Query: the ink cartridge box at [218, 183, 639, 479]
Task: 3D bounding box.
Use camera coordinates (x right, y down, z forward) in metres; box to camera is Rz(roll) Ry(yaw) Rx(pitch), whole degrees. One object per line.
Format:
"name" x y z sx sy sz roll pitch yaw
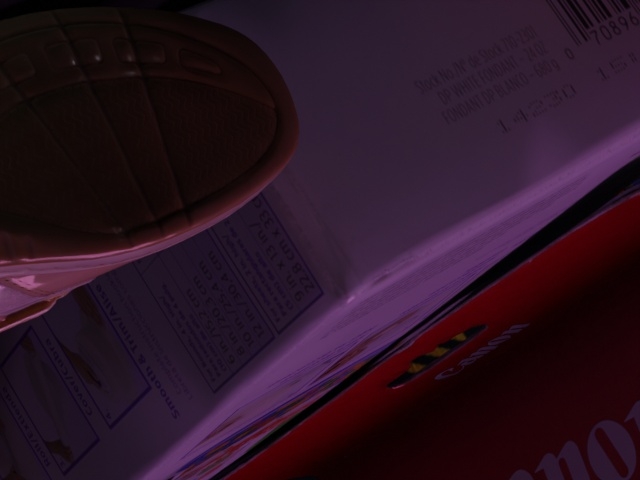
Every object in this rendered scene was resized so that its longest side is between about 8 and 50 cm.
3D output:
"ink cartridge box" 0.145 0.090 0.700 0.272 0.130 0.309 -5 156 -37

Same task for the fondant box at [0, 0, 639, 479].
"fondant box" 0.000 0.000 0.626 0.238 0.096 0.330 -28 169 -35

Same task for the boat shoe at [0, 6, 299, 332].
"boat shoe" -0.086 -0.006 0.385 0.170 0.063 0.059 -19 169 -27

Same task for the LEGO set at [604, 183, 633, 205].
"LEGO set" 0.241 -0.107 0.831 0.331 0.192 0.255 -22 -148 46
